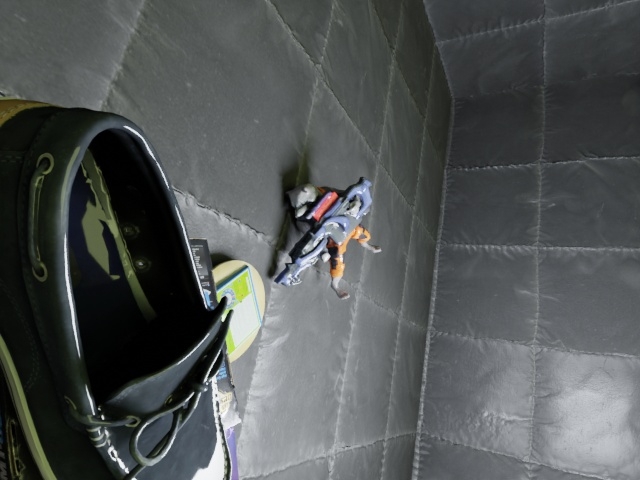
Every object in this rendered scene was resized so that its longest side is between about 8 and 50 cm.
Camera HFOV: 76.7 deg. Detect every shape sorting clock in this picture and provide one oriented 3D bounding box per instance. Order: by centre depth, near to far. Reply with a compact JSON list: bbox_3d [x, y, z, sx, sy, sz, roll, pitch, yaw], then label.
[{"bbox_3d":[-0.180,0.140,0.791,0.206,0.040,0.206,-19,111,-60],"label":"shape sorting clock"}]

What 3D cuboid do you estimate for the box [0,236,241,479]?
[{"bbox_3d":[-0.254,0.144,0.528,0.295,0.073,0.293,-1,76,-56],"label":"box"}]

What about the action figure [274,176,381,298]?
[{"bbox_3d":[0.000,0.000,1.049,0.341,0.178,0.330,-43,126,-17],"label":"action figure"}]

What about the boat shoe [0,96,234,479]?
[{"bbox_3d":[-0.171,0.116,0.390,0.187,0.156,0.500,-54,138,-59],"label":"boat shoe"}]

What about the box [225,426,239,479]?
[{"bbox_3d":[-0.252,0.359,0.618,0.261,0.103,0.184,-18,104,-59],"label":"box"}]
